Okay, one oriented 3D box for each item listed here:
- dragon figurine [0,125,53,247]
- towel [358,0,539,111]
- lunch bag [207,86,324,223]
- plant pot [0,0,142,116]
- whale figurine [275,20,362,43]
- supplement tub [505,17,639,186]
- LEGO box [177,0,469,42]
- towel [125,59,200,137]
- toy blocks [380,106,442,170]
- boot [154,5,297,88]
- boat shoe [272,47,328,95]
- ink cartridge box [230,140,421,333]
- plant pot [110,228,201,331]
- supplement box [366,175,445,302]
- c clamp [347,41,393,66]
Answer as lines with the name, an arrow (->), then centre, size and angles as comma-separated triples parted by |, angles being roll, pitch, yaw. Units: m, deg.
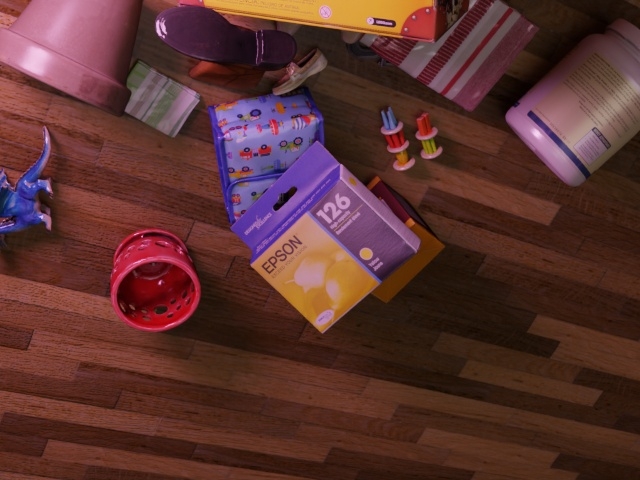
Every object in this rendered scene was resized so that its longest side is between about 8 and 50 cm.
dragon figurine -> -0.623, -0.091, 1.821 | 0.144, 0.085, 0.289 | 3, 121, -19
towel -> 0.268, -0.440, 1.878 | 0.329, 0.037, 0.237 | 27, 116, -25
lunch bag -> -0.107, -0.158, 1.927 | 0.221, 0.138, 0.293 | -13, 131, -9
plant pot -> -0.438, -0.382, 1.624 | 0.263, 0.263, 0.229 | 25, 94, -28
whale figurine -> 0.027, -0.497, 1.768 | 0.272, 0.141, 0.216 | -16, 123, 22
supplement tub -> 0.604, -0.306, 1.977 | 0.325, 0.235, 0.235 | -44, 123, 11
LEGO box -> 0.001, -0.571, 1.502 | 0.500, 0.193, 0.372 | 13, 123, 19
towel -> -0.337, -0.288, 1.827 | 0.152, 0.023, 0.113 | 28, 108, -29
toy blocks -> 0.202, -0.244, 2.001 | 0.123, 0.054, 0.148 | -24, 124, -1
boot -> -0.206, -0.360, 1.698 | 0.264, 0.280, 0.096 | -1, 89, -22
boat shoe -> -0.049, -0.355, 1.863 | 0.135, 0.050, 0.045 | -35, 121, -6
ink cartridge box -> 0.000, 0.000, 1.883 | 0.307, 0.072, 0.303 | 42, 118, -8
plant pot -> -0.367, 0.076, 1.947 | 0.191, 0.174, 0.191 | -8, 123, -13
supplement box -> 0.139, -0.003, 2.032 | 0.191, 0.194, 0.129 | -45, 133, 12
c clamp -> 0.124, -0.442, 1.880 | 0.137, 0.022, 0.160 | -5, 123, -9
